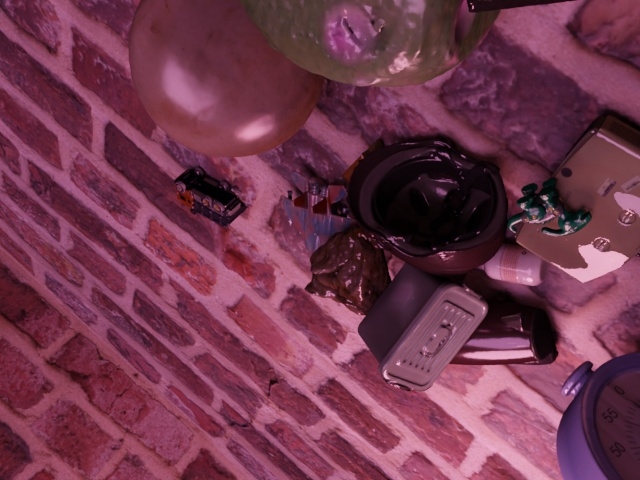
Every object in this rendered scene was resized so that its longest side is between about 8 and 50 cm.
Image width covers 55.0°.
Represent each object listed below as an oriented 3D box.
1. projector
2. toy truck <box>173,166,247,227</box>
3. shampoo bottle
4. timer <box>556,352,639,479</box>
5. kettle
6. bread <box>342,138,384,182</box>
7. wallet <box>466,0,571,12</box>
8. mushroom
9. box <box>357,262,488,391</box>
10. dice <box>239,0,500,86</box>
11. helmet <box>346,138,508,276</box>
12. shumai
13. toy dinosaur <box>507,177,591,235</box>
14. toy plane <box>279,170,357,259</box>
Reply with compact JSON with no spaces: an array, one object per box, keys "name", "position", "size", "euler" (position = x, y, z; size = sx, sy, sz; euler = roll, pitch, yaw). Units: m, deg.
[{"name":"projector","position":[0.463,-0.055,1.006],"size":[0.193,0.088,0.270],"euler":[35,139,12]},{"name":"toy truck","position":[-0.290,-0.109,1.606],"size":[0.192,0.083,0.092],"euler":[28,142,18]},{"name":"shampoo bottle","position":[0.341,0.040,1.202],"size":[0.192,0.074,0.074],"euler":[9,128,37]},{"name":"timer","position":[0.585,0.350,1.036],"size":[0.394,0.395,0.173],"euler":[27,138,20]},{"name":"kettle","position":[0.363,0.207,1.281],"size":[0.232,0.144,0.202],"euler":[-2,139,39]},{"name":"bread","position":[0.126,-0.120,1.249],"size":[0.139,0.074,0.084],"euler":[48,143,-1]},{"name":"wallet","position":[0.326,-0.366,0.723],"size":[0.044,0.320,0.171],"euler":[-118,23,-45]},{"name":"mushroom","position":[-0.172,-0.339,1.157],"size":[0.362,0.362,0.294],"euler":[60,178,-17]},{"name":"box","position":[0.193,0.161,1.215],"size":[0.163,0.243,0.135],"euler":[26,-167,-39]},{"name":"dice","position":[0.088,-0.417,0.842],"size":[0.318,0.322,0.330],"euler":[23,134,24]},{"name":"helmet","position":[0.209,-0.049,1.149],"size":[0.305,0.225,0.177],"euler":[28,167,35]},{"name":"shumai","position":[0.050,0.073,1.287],"size":[0.185,0.184,0.218],"euler":[-13,161,8]},{"name":"toy dinosaur","position":[0.364,-0.042,1.000],"size":[0.132,0.059,0.096],"euler":[-20,113,41]},{"name":"toy plane","position":[0.004,-0.004,1.432],"size":[0.222,0.104,0.327],"euler":[19,138,29]}]
